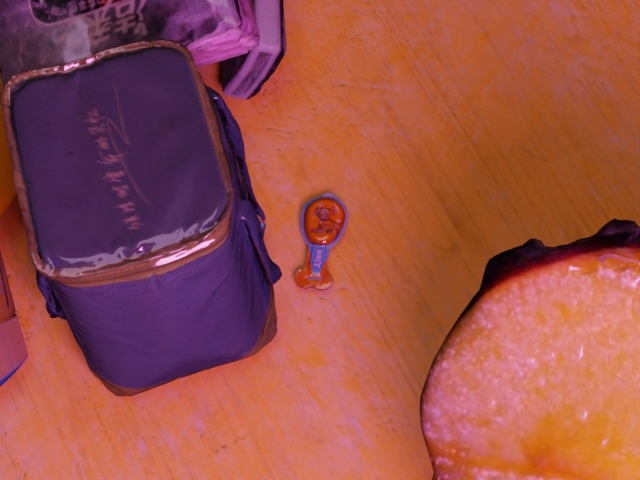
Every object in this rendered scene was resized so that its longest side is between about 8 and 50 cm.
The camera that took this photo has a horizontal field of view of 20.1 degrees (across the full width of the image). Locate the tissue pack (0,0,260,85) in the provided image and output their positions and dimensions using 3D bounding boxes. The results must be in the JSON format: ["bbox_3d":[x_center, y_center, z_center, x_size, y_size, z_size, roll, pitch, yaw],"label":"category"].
[{"bbox_3d":[-0.219,-0.329,1.784,0.259,0.122,0.361,-15,81,17],"label":"tissue pack"}]

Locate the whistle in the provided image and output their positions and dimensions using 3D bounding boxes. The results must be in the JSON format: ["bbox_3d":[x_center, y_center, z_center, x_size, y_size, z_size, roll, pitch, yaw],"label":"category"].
[{"bbox_3d":[-0.127,-0.298,1.877,0.163,0.163,0.290,-5,58,2],"label":"whistle"}]

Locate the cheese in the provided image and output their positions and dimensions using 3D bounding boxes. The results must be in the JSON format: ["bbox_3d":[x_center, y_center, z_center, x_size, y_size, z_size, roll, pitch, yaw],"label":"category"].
[{"bbox_3d":[0.000,0.000,1.766,0.047,0.017,0.111,3,60,10],"label":"cheese"}]

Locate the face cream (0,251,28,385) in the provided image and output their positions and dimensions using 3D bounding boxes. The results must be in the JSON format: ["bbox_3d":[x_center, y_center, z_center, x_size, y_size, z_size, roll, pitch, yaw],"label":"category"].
[{"bbox_3d":[-0.361,0.024,1.665,0.139,0.285,0.067,-20,13,-30],"label":"face cream"}]

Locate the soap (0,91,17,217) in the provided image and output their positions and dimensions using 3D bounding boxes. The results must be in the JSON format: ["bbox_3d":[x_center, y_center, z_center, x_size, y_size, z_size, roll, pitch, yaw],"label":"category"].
[{"bbox_3d":[-0.428,-0.129,1.714,0.096,0.324,0.204,0,50,52],"label":"soap"}]

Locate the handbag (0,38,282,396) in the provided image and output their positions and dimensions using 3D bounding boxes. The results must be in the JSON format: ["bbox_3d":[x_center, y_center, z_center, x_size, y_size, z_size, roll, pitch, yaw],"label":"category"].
[{"bbox_3d":[-0.162,-0.020,1.661,0.222,0.241,0.263,-14,60,-2],"label":"handbag"}]

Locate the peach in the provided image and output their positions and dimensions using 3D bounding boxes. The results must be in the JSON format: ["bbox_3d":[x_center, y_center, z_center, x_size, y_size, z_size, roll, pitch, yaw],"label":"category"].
[{"bbox_3d":[0.291,0.156,1.465,0.416,0.353,0.339,11,89,-2],"label":"peach"}]
